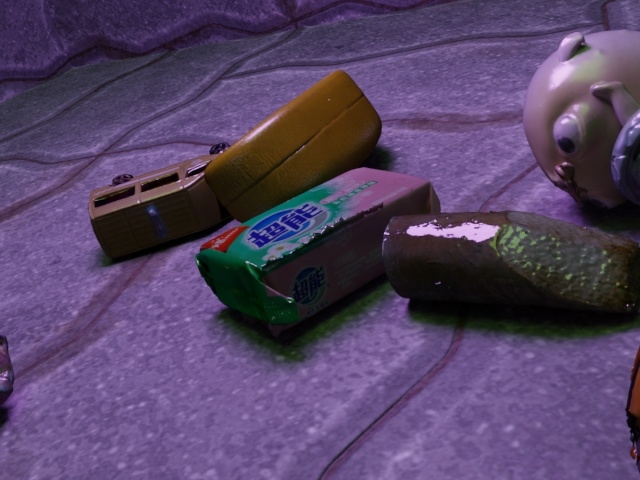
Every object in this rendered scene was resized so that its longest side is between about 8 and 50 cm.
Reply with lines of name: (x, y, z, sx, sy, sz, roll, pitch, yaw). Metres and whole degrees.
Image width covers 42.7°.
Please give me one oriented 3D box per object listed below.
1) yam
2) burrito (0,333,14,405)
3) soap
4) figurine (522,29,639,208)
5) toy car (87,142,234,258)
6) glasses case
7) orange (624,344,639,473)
yam: (0.189, 0.020, 0.836, 0.259, 0.106, 0.106, 0, 29, 34)
burrito: (-0.454, 0.183, 0.904, 0.229, 0.089, 0.144, -18, 39, -2)
soap: (0.001, 0.002, 0.991, 0.273, 0.098, 0.218, -27, 20, -28)
figurine: (0.392, -0.111, 0.861, 0.274, 0.227, 0.394, -41, 33, 11)
toy car: (-0.221, -0.059, 1.252, 0.257, 0.101, 0.124, -18, 27, 0)
glasses case: (-0.015, -0.143, 1.234, 0.173, 0.141, 0.371, -34, 9, 33)
orange: (0.289, 0.094, 0.454, 0.235, 0.234, 0.182, -14, 8, 5)
